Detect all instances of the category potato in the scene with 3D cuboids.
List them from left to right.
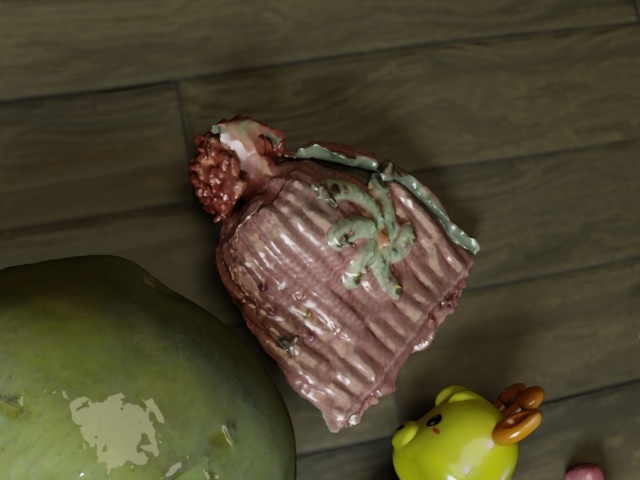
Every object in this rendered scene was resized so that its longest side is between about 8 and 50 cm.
[{"bbox_3d":[-0.158,0.153,0.959,0.243,0.221,0.326,-42,89,-10],"label":"potato"}]

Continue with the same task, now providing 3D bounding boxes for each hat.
[{"bbox_3d":[0.000,0.000,1.095,0.286,0.107,0.236,45,61,-8],"label":"hat"}]

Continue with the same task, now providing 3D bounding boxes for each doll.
[{"bbox_3d":[0.118,0.210,1.077,0.135,0.143,0.221,42,78,-2],"label":"doll"}]

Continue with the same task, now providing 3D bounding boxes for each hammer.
[{"bbox_3d":[0.255,0.251,1.152,0.043,0.043,0.083,-8,80,-17],"label":"hammer"}]
